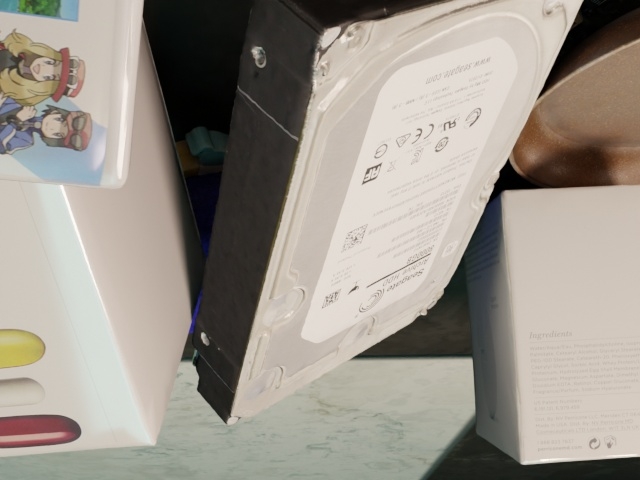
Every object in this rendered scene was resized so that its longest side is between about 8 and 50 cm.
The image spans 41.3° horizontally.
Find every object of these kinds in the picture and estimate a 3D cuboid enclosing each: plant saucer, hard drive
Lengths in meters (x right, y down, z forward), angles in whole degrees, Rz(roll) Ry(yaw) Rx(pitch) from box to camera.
[{"bbox_3d":[0.297,-0.114,0.651,0.310,0.050,0.310,-4,159,-2],"label":"plant saucer"},{"bbox_3d":[0.037,-0.034,0.578,0.237,0.064,0.339,-24,148,-36],"label":"hard drive"}]

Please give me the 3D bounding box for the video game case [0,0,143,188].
[{"bbox_3d":[-0.205,-0.189,0.292,0.300,0.036,0.329,5,110,-14],"label":"video game case"}]

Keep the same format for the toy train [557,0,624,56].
[{"bbox_3d":[0.167,-0.153,0.619,0.036,0.027,0.158,20,145,-30],"label":"toy train"}]

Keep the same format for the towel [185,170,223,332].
[{"bbox_3d":[0.000,0.000,0.775,0.308,0.076,0.227,-13,156,-12],"label":"towel"}]

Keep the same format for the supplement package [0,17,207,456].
[{"bbox_3d":[-0.179,-0.032,0.522,0.145,0.204,0.262,-7,120,7],"label":"supplement package"}]

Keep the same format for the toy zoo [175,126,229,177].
[{"bbox_3d":[-0.133,-0.019,0.789,0.192,0.030,0.293,-13,158,-22],"label":"toy zoo"}]

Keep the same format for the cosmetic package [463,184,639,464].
[{"bbox_3d":[0.220,0.076,0.793,0.138,0.224,0.224,-4,174,0],"label":"cosmetic package"}]
